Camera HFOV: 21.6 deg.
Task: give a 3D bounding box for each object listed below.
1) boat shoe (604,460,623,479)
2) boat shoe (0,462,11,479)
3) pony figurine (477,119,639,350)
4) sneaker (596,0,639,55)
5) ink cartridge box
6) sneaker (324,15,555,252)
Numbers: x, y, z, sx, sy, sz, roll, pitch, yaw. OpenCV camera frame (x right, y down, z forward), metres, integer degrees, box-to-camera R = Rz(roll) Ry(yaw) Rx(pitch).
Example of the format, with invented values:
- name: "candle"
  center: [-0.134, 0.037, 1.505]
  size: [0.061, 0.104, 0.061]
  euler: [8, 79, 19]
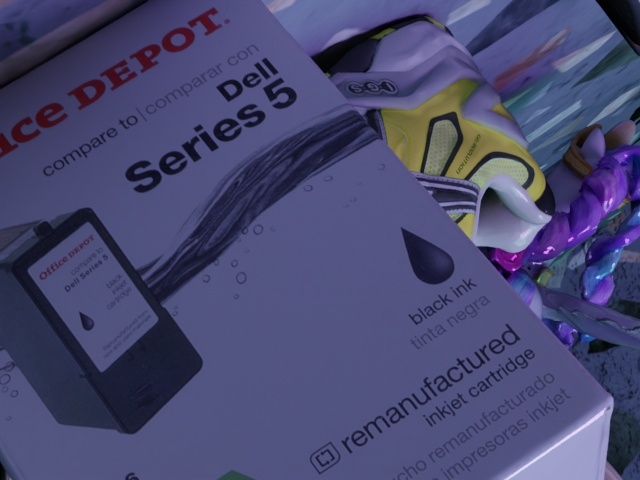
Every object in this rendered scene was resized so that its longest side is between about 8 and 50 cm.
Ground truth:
- name: "boat shoe"
  center: [0.112, 0.156, 1.095]
  size: [0.109, 0.302, 0.098]
  euler: [-38, -171, 22]
- name: "boat shoe"
  center: [-0.194, 0.146, 0.955]
  size: [0.109, 0.091, 0.305]
  euler: [-57, 168, -13]
- name: "pony figurine"
  center: [0.129, 0.043, 1.256]
  size: [0.363, 0.303, 0.351]
  euler: [-46, -178, 4]
- name: "sneaker"
  center: [0.235, -0.195, 1.059]
  size: [0.145, 0.090, 0.270]
  euler: [-38, 173, 11]
- name: "ink cartridge box"
  center: [-0.043, 0.044, 0.693]
  size: [0.198, 0.273, 0.115]
  euler: [-33, 151, -12]
- name: "sneaker"
  center: [0.000, 0.000, 0.915]
  size: [0.384, 0.147, 0.145]
  euler: [-36, 165, -40]
